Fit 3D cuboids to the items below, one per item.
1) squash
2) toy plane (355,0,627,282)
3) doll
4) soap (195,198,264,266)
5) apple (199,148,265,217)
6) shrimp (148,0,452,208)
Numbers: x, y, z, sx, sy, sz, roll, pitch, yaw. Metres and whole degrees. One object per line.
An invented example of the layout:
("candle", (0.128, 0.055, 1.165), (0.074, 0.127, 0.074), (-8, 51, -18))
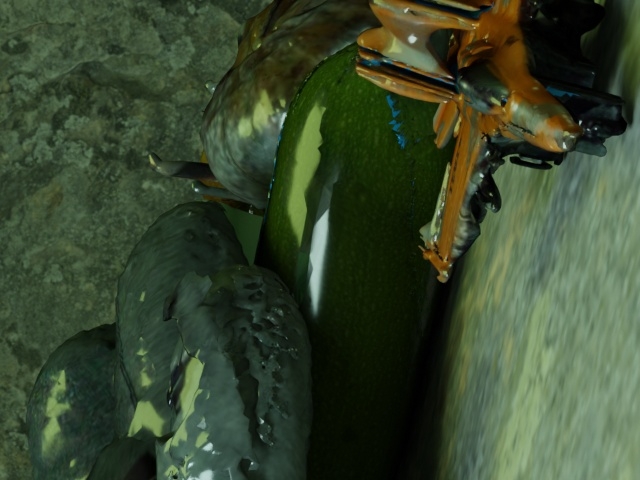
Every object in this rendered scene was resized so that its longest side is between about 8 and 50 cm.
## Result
("squash", (-0.006, 0.075, 0.789), (0.087, 0.087, 0.331), (-93, 18, -73))
("toy plane", (0.059, -0.045, 0.539), (0.188, 0.062, 0.135), (-135, 56, -68))
("doll", (-0.077, 0.126, 0.666), (0.246, 0.158, 0.340), (-55, 36, 35))
("soap", (-0.058, 0.083, 1.298), (0.324, 0.109, 0.193), (-89, 13, -71))
("apple", (-0.052, -0.065, 1.690), (0.114, 0.099, 0.102), (71, -154, -43))
("shrimp", (-0.003, -0.065, 0.960), (0.145, 0.116, 0.343), (-54, 2, 1))
